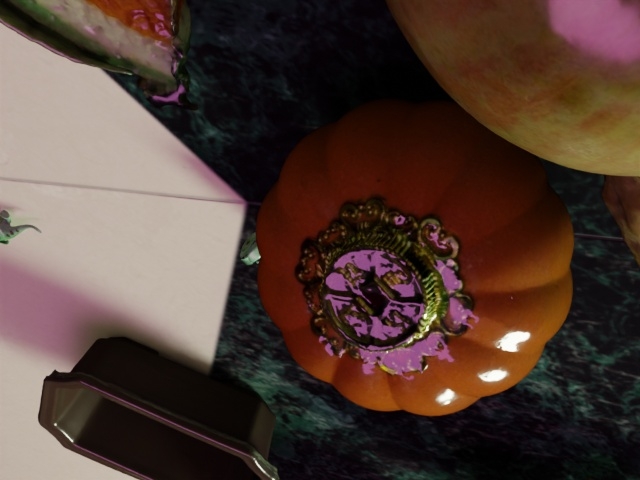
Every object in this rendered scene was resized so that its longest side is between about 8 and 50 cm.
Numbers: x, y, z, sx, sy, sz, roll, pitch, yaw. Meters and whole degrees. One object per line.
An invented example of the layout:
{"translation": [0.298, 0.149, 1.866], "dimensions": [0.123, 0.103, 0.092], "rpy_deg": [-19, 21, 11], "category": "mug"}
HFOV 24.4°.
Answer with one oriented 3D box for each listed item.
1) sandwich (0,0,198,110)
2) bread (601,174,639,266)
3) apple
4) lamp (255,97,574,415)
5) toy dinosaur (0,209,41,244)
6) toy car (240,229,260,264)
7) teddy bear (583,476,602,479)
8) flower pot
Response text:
{"translation": [-0.170, -0.227, 0.907], "dimensions": [0.292, 0.109, 0.212], "rpy_deg": [25, 141, -6], "category": "sandwich"}
{"translation": [0.277, -0.047, 0.852], "dimensions": [0.230, 0.123, 0.230], "rpy_deg": [10, 149, 6], "category": "bread"}
{"translation": [0.147, -0.159, 0.685], "dimensions": [0.257, 0.256, 0.234], "rpy_deg": [32, 174, -12], "category": "apple"}
{"translation": [0.064, 0.012, 1.014], "dimensions": [0.223, 0.196, 0.223], "rpy_deg": [5, 106, 18], "category": "lamp"}
{"translation": [-0.294, -0.006, 1.374], "dimensions": [0.083, 0.021, 0.062], "rpy_deg": [22, 155, 10], "category": "toy dinosaur"}
{"translation": [0.000, 0.000, 1.169], "dimensions": [0.073, 0.054, 0.143], "rpy_deg": [35, 147, -21], "category": "toy car"}
{"translation": [0.261, 0.311, 1.386], "dimensions": [0.296, 0.222, 0.246], "rpy_deg": [-21, 138, -11], "category": "teddy bear"}
{"translation": [-0.153, 0.181, 1.497], "dimensions": [0.251, 0.084, 0.179], "rpy_deg": [24, 148, 1], "category": "flower pot"}
